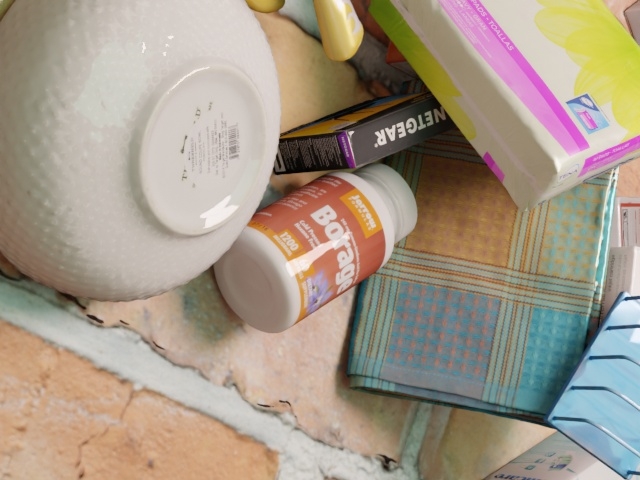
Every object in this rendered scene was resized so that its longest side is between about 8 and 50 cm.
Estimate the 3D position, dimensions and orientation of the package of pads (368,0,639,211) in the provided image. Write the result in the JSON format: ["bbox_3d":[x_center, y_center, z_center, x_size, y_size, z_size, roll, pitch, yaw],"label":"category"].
[{"bbox_3d":[0.228,-0.197,1.649,0.229,0.101,0.296,-23,71,-36],"label":"package of pads"}]

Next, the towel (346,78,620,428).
[{"bbox_3d":[0.188,0.011,1.718,0.040,0.271,0.370,63,37,-77],"label":"towel"}]

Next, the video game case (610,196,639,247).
[{"bbox_3d":[0.419,0.046,1.972,0.285,0.025,0.204,-2,90,-62],"label":"video game case"}]

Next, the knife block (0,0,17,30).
[{"bbox_3d":[-0.277,-0.340,1.409,0.276,0.088,0.242,-35,110,-35],"label":"knife block"}]

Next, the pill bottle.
[{"bbox_3d":[0.000,0.000,1.616,0.216,0.121,0.121,-32,109,-37],"label":"pill bottle"}]

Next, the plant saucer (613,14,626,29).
[{"bbox_3d":[0.341,-0.206,1.973,0.198,0.036,0.198,1,88,-42],"label":"plant saucer"}]

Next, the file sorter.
[{"bbox_3d":[0.346,0.154,1.620,0.118,0.104,0.170,36,76,-11],"label":"file sorter"}]

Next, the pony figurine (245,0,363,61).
[{"bbox_3d":[-0.032,-0.411,1.522,0.363,0.303,0.351,50,54,-51],"label":"pony figurine"}]

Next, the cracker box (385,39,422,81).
[{"bbox_3d":[0.192,-0.246,1.814,0.232,0.067,0.155,21,77,-40],"label":"cracker box"}]

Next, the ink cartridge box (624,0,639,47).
[{"bbox_3d":[0.519,-0.322,2.069,0.175,0.127,0.072,-37,113,-35],"label":"ink cartridge box"}]

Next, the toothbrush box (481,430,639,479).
[{"bbox_3d":[0.351,0.349,1.907,0.295,0.126,0.216,-23,104,-37],"label":"toothbrush box"}]

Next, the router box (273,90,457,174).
[{"bbox_3d":[0.051,-0.119,1.656,0.179,0.133,0.046,-24,105,-39],"label":"router box"}]

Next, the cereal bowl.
[{"bbox_3d":[-0.154,-0.099,1.416,0.339,0.141,0.339,-20,118,-43],"label":"cereal bowl"}]

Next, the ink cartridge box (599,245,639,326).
[{"bbox_3d":[0.302,0.099,1.800,0.100,0.237,0.172,12,81,-37],"label":"ink cartridge box"}]
